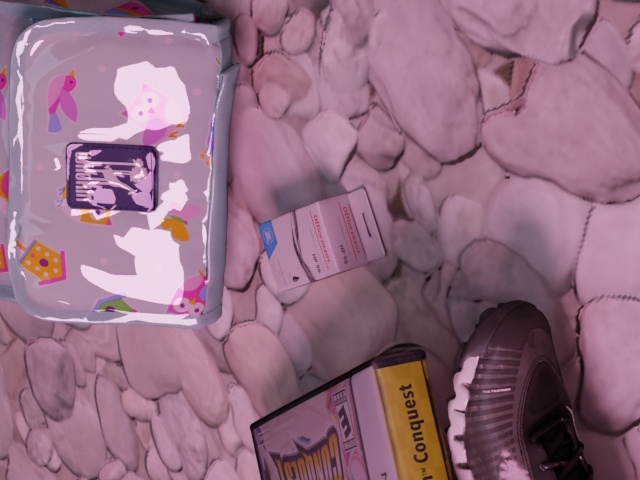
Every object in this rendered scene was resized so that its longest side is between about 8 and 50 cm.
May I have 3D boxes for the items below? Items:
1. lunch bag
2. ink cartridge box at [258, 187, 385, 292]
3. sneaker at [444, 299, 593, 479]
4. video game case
[{"bbox_3d":[-0.171,-0.067,1.098,0.262,0.160,0.223,16,112,33],"label":"lunch bag"},{"bbox_3d":[0.000,0.000,1.018,0.083,0.028,0.048,-21,87,50],"label":"ink cartridge box"},{"bbox_3d":[0.128,0.148,0.862,0.106,0.078,0.234,12,109,42],"label":"sneaker"},{"bbox_3d":[0.028,0.211,0.957,0.275,0.035,0.248,141,119,-67],"label":"video game case"}]
